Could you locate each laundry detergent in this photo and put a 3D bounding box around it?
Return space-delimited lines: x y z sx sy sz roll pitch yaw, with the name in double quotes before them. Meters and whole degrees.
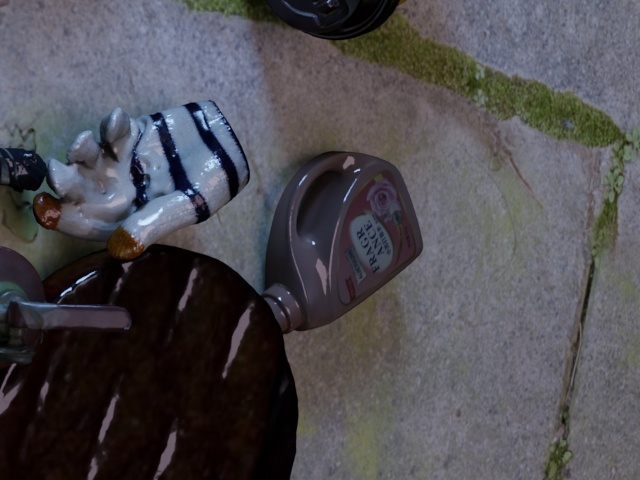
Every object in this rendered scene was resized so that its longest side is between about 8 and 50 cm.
"laundry detergent" 0.000 0.000 1.884 0.237 0.076 0.171 -34 116 -33

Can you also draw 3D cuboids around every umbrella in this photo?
"umbrella" -0.338 -0.071 1.572 0.188 0.046 0.050 8 70 -43

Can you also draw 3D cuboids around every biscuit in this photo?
"biscuit" -0.193 0.203 1.717 0.407 0.091 0.407 -9 103 -43

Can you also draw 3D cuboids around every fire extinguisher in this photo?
"fire extinguisher" -0.295 0.048 1.429 0.147 0.337 0.106 -2 98 -44

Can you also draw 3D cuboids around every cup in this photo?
"cup" 0.062 -0.335 1.833 0.280 0.196 0.196 -31 115 -45

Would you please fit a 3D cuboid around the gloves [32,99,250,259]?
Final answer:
"gloves" -0.184 -0.060 1.668 0.219 0.131 0.140 -21 96 -22
